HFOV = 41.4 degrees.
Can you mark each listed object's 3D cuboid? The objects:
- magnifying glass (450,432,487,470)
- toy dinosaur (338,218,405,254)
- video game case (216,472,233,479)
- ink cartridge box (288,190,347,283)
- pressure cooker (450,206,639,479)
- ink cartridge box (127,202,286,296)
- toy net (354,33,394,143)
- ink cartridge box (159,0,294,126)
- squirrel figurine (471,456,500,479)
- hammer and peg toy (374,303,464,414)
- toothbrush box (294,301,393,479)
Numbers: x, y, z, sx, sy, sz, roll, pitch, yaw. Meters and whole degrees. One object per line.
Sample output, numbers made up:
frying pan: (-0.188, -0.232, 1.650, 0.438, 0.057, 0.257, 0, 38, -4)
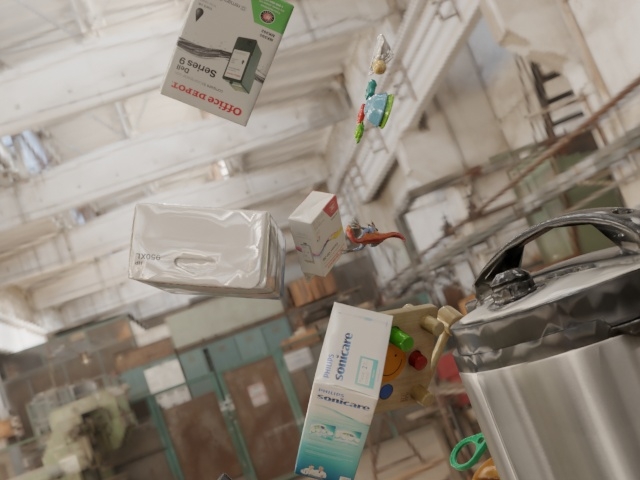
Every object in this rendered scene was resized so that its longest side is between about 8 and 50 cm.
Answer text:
magnifying glass: (0.444, 0.537, 2.287, 0.231, 0.026, 0.092, -43, 21, 12)
toy dinosaur: (0.067, -0.010, 1.179, 0.090, 0.047, 0.082, -8, 3, 13)
video game case: (-0.123, 0.603, 1.771, 0.035, 0.275, 0.248, -45, -7, -23)
ink cartridge box: (0.000, 0.000, 1.948, 0.067, 0.198, 0.115, 12, 44, 30)
pressure cooker: (0.370, 0.167, 1.070, 0.370, 0.420, 0.375, -23, -5, 14)
ink cartridge box: (-0.235, 0.034, 1.885, 0.286, 0.166, 0.395, 3, -7, 3)
toy net: (0.112, -0.296, 1.634, 0.045, 0.232, 0.122, 15, -34, -5)
ink cartridge box: (-0.209, -0.422, 1.872, 0.211, 0.289, 0.121, 20, 11, -13)
squirrel figurine: (0.438, 0.377, 1.655, 0.281, 0.370, 0.397, 3, -21, 12)
hammer and peg toy: (0.199, 0.281, 1.973, 0.362, 0.265, 0.127, -5, 20, -32)
toothbrush box: (0.044, 0.304, 1.665, 0.126, 0.216, 0.295, 13, -50, 4)
